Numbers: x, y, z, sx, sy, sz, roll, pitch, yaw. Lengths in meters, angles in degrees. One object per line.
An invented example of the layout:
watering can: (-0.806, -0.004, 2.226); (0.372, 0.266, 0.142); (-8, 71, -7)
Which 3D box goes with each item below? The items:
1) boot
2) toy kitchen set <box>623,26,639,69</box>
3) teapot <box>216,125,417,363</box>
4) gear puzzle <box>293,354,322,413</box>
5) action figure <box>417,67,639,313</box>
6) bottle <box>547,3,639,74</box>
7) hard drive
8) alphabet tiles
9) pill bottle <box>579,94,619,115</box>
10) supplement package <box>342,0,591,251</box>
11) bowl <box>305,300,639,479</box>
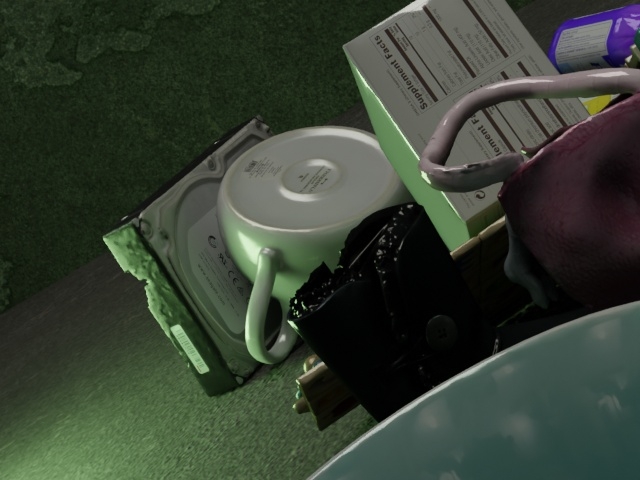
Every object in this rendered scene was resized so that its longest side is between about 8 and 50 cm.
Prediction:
boot: (0.117, 0.055, 1.061); (0.246, 0.207, 0.094); (-36, 12, -18)
toy kitchen set: (0.343, -0.141, 1.651); (0.166, 0.122, 0.207); (-32, -10, 2)
teapot: (0.000, 0.000, 1.748); (0.256, 0.187, 0.252); (-17, 38, -10)
gear puzzle: (0.112, 0.028, 1.259); (0.339, 0.044, 0.175); (-44, -20, 25)
action figure: (0.294, -0.098, 0.976); (0.370, 0.276, 0.248); (-37, 19, 37)
bottle: (0.399, -0.238, 1.825); (0.283, 0.118, 0.092); (2, 71, 66)
hard drive: (-0.103, 0.009, 1.829); (0.064, 0.237, 0.339); (-25, 12, 33)
alphabet tiles: (0.131, 0.044, 1.238); (0.343, 0.011, 0.285); (-33, -18, -7)
pill bottle: (0.301, -0.110, 1.563); (0.184, 0.103, 0.103); (-21, 16, 47)
supplement package: (0.149, -0.094, 1.388); (0.145, 0.204, 0.262); (-33, -19, -1)
bowl: (0.108, 0.174, 0.667); (0.312, 0.163, 0.311); (-32, 11, 7)
